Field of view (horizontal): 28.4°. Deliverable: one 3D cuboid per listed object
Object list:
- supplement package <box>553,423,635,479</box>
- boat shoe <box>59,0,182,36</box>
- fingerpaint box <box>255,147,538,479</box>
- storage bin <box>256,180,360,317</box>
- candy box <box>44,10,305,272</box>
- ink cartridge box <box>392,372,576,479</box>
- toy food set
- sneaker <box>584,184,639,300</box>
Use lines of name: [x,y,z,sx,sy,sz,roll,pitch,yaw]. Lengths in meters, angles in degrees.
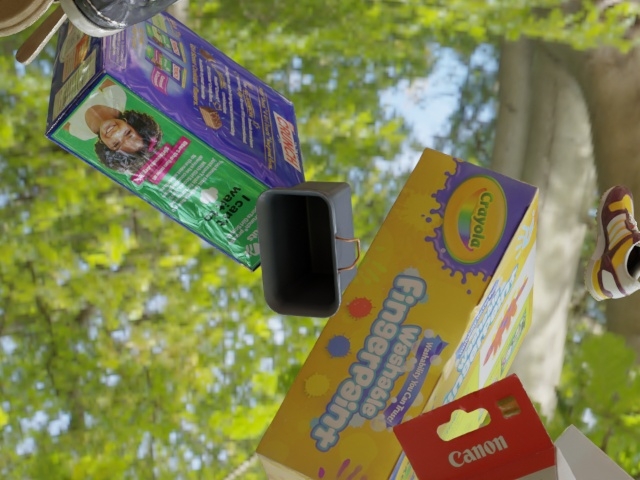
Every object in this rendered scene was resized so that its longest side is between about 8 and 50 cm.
supplement package: [0.286,0.356,1.423,0.203,0.149,0.194,42,-104,14]
boat shoe: [-0.086,-0.201,0.840,0.065,0.075,0.206,-19,-160,45]
fingerpaint box: [0.113,0.172,1.595,0.163,0.371,0.444,22,-114,19]
storage bin: [0.000,0.000,1.303,0.098,0.135,0.091,3,-160,24]
candy box: [-0.172,-0.150,1.563,0.317,0.122,0.268,33,-154,-27]
ink cartridge box: [0.167,0.263,1.217,0.056,0.181,0.224,-25,-95,-49]
toy food set: [-0.289,-0.250,1.195,0.132,0.038,0.192,-48,-114,2]
sneaker: [0.428,0.000,1.758,0.084,0.069,0.185,-13,-130,43]
